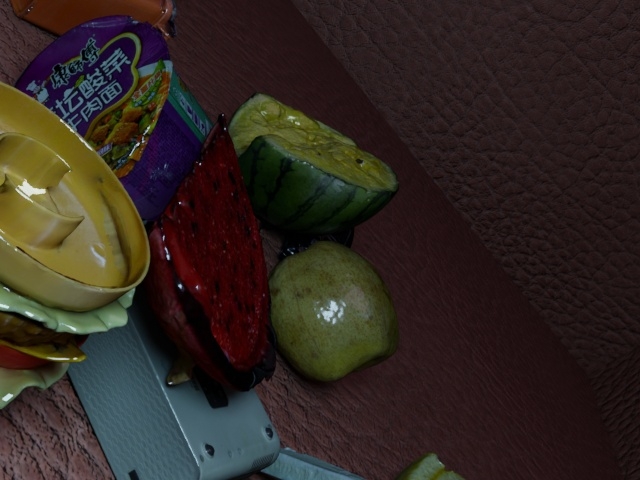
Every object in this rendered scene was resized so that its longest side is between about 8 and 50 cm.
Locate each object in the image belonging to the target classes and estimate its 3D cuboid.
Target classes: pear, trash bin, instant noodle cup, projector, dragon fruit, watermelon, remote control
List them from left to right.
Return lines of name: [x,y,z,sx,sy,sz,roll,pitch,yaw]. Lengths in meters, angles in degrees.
trash bin: [-0.351,-0.370,1.499,0.238,0.161,0.184,6,52,-57]
instant noodle cup: [-0.241,-0.120,1.218,0.190,0.251,0.251,46,19,-53]
projector: [-0.166,0.163,1.108,0.250,0.108,0.198,61,18,15]
dragon fruit: [-0.125,0.044,1.069,0.343,0.100,0.282,-77,149,-67]
watermelon: [-0.038,-0.110,1.748,0.331,0.189,0.331,28,23,-13]
remote control: [0.000,0.000,1.884,0.144,0.062,0.399,52,18,-9]
pear: [0.015,0.108,1.531,0.211,0.188,0.228,67,20,9]

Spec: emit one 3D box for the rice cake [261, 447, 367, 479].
rice cake: [0.009,0.299,1.218,0.085,0.226,0.040,26,79,-44]

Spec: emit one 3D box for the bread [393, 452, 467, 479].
bread: [0.161,0.435,1.465,0.186,0.124,0.257,52,18,9]

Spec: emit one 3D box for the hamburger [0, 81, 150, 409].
hamburger: [-0.304,0.011,0.848,0.274,0.212,0.274,43,19,-19]
